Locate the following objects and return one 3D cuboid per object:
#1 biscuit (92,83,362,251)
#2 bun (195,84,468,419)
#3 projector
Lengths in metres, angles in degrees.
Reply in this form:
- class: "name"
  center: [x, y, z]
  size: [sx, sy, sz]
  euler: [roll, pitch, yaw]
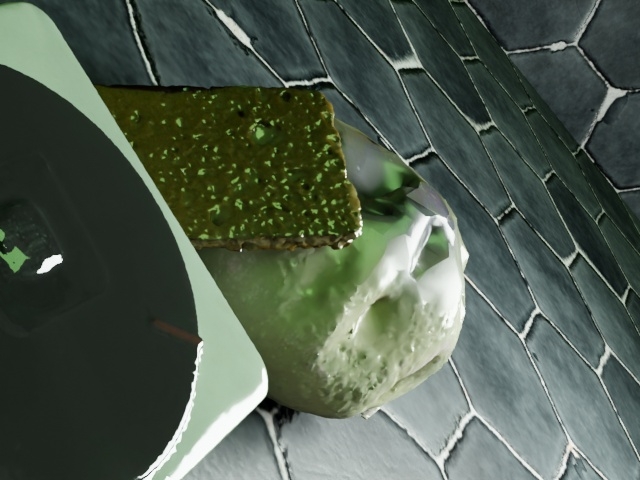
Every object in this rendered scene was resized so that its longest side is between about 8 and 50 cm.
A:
- class: "biscuit"
  center: [-0.092, -0.046, 0.736]
  size: [0.231, 0.025, 0.131]
  euler: [0, 55, -18]
- class: "bun"
  center: [0.002, -0.002, 0.866]
  size: [0.273, 0.168, 0.273]
  euler: [37, 28, -23]
- class: "projector"
  center: [-0.164, 0.027, 0.563]
  size: [0.259, 0.079, 0.257]
  euler: [58, 32, -4]
